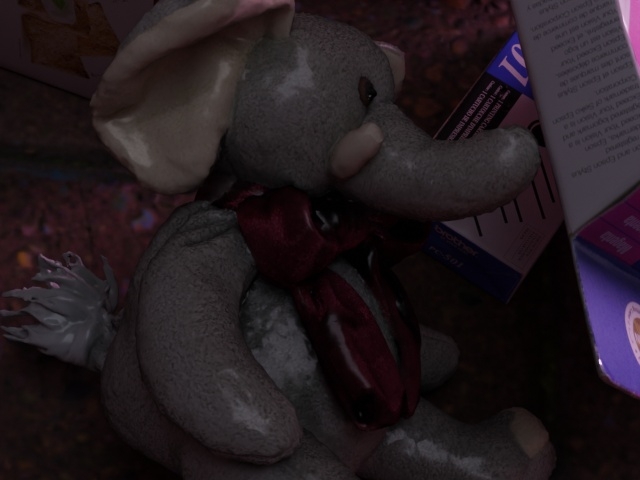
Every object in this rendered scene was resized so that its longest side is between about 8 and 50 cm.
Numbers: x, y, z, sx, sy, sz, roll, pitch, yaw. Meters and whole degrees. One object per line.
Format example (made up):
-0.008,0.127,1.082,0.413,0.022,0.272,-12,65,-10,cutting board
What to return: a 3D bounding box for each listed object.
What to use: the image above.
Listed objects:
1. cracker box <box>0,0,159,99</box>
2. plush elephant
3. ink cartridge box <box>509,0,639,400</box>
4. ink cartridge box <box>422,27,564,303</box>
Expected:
-0.162,-0.162,0.999,0.232,0.156,0.067,19,61,1,cracker box
0.000,0.000,0.869,0.330,0.272,0.255,27,104,23,plush elephant
0.218,-0.050,0.935,0.071,0.324,0.330,-25,62,27,ink cartridge box
0.136,-0.067,1.062,0.097,0.046,0.207,33,62,7,ink cartridge box
